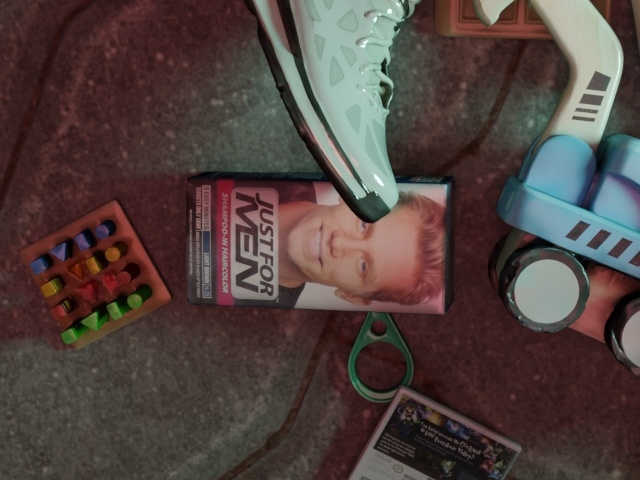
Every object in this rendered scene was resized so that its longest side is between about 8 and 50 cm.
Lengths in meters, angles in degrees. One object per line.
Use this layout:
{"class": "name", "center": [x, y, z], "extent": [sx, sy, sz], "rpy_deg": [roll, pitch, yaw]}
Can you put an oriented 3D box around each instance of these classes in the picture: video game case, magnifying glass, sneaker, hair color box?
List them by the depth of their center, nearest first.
{"class": "sneaker", "center": [0.062, -0.259, 1.783], "extent": [0.257, 0.169, 0.447], "rpy_deg": [-24, 73, 6]}
{"class": "hair color box", "center": [0.000, 0.000, 1.896], "extent": [0.347, 0.105, 0.174], "rpy_deg": [1, 98, 11]}
{"class": "magnifying glass", "center": [0.080, 0.110, 1.967], "extent": [0.092, 0.026, 0.231], "rpy_deg": [-2, 99, 6]}
{"class": "video game case", "center": [0.153, 0.314, 1.987], "extent": [0.190, 0.022, 0.173], "rpy_deg": [27, 103, -5]}

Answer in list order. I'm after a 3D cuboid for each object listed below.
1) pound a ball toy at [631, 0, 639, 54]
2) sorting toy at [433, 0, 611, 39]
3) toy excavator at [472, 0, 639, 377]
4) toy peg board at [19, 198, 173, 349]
{"class": "pound a ball toy", "center": [0.496, -0.299, 1.814], "extent": [0.208, 0.136, 0.319], "rpy_deg": [-14, 99, -17]}
{"class": "sorting toy", "center": [0.265, -0.414, 1.850], "extent": [0.229, 0.041, 0.307], "rpy_deg": [3, 100, 10]}
{"class": "toy excavator", "center": [0.335, -0.108, 1.812], "extent": [0.433, 0.222, 0.445], "rpy_deg": [23, 96, 0]}
{"class": "toy peg board", "center": [-0.315, 0.053, 1.970], "extent": [0.161, 0.079, 0.161], "rpy_deg": [-28, 96, 9]}
